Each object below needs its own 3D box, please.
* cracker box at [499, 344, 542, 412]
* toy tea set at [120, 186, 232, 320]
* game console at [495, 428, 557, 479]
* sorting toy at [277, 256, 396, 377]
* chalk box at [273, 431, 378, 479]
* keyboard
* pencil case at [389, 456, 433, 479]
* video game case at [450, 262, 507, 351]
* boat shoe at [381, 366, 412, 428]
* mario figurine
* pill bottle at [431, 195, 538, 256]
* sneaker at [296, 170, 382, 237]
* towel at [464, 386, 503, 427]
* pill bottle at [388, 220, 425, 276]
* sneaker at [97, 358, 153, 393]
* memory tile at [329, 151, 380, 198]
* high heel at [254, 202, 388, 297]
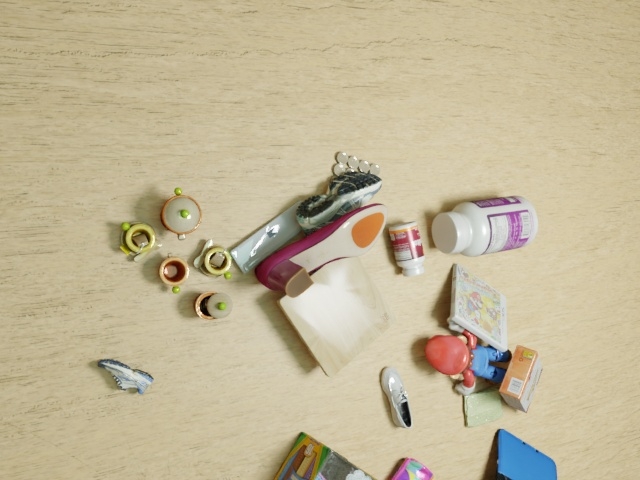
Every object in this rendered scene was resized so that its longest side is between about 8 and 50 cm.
[{"bbox_3d":[0.627,0.434,1.831,0.155,0.067,0.232,-64,149,-14],"label":"cracker box"},{"bbox_3d":[-0.315,0.042,1.433,0.200,0.124,0.336,-46,106,-20],"label":"toy tea set"},{"bbox_3d":[0.620,0.798,1.901,0.293,0.173,0.250,34,105,-20],"label":"game console"},{"bbox_3d":[0.036,0.191,1.613,0.256,0.089,0.257,-37,104,-22],"label":"sorting toy"},{"bbox_3d":[-0.024,0.681,1.517,0.180,0.179,0.288,40,73,-20],"label":"chalk box"},{"bbox_3d":[-0.126,-0.013,1.581,0.256,0.014,0.072,-38,101,-25],"label":"keyboard"},{"bbox_3d":[0.221,0.732,1.675,0.104,0.104,0.236,49,68,-16],"label":"pencil case"},{"bbox_3d":[0.490,0.205,1.812,0.227,0.026,0.206,33,46,-20],"label":"video game case"},{"bbox_3d":[0.226,0.457,1.706,0.066,0.063,0.184,-10,92,-25],"label":"boat shoe"},{"bbox_3d":[0.431,0.350,1.801,0.321,0.170,0.198,19,43,-34],"label":"mario figurine"},{"bbox_3d":[0.497,-0.040,1.799,0.302,0.169,0.169,-8,91,-25],"label":"pill bottle"},{"bbox_3d":[0.056,-0.094,1.637,0.283,0.110,0.122,-31,132,-23],"label":"sneaker"},{"bbox_3d":[0.516,0.527,1.862,0.148,0.027,0.109,-6,91,-26],"label":"towel"},{"bbox_3d":[0.257,0.025,1.727,0.086,0.086,0.151,-16,95,-25],"label":"pill bottle"},{"bbox_3d":[-0.466,0.325,1.391,0.135,0.052,0.058,30,80,-21],"label":"sneaker"},{"bbox_3d":[0.100,-0.185,1.702,0.148,0.012,0.113,17,81,-24],"label":"memory tile"},{"bbox_3d":[0.000,0.000,1.549,0.377,0.181,0.127,-34,122,-23],"label":"high heel"}]
